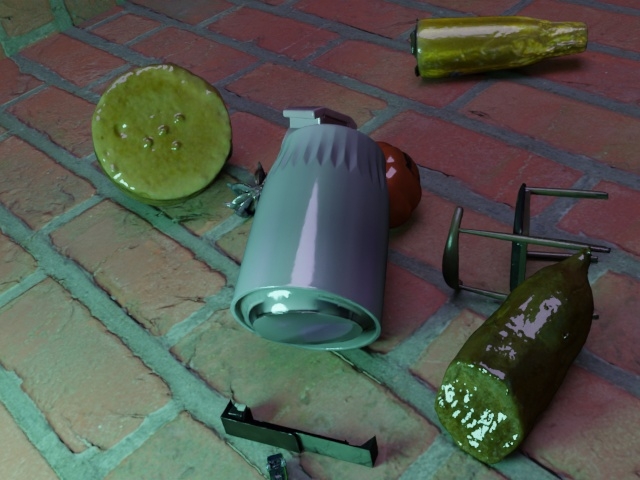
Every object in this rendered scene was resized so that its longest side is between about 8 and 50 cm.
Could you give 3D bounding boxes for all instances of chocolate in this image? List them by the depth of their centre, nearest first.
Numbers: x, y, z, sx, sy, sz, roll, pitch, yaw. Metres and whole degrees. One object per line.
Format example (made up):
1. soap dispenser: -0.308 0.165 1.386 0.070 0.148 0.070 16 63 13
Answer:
1. chocolate: 0.466 -0.515 1.906 0.445 0.162 0.162 1 41 15

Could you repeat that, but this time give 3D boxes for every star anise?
1. star anise: -0.129 -0.108 1.653 0.204 0.061 0.181 4 54 27

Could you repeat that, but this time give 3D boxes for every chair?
1. chair: 0.364 0.010 1.298 0.272 0.188 0.166 5 42 16

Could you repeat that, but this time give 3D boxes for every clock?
1. clock: 0.007 -0.147 1.588 0.080 0.275 0.290 8 7 26

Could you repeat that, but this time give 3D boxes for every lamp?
1. lamp: 0.121 -0.106 1.517 0.187 0.164 0.188 -16 55 24

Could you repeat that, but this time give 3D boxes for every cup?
1. cup: 0.000 0.000 1.282 0.253 0.253 0.372 1 59 16

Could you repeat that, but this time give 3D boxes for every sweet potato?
1. sweet potato: 0.323 0.164 1.130 0.158 0.158 0.370 28 64 38

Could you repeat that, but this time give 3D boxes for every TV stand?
1. TV stand: -0.035 0.306 1.154 0.256 0.049 0.040 7 42 23

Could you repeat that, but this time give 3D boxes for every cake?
1. cake: -0.382 -0.239 1.750 0.332 0.332 0.321 -23 3 -12

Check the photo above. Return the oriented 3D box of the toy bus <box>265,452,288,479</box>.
1. toy bus: -0.062 0.365 1.101 0.031 0.037 0.083 -15 39 -2
